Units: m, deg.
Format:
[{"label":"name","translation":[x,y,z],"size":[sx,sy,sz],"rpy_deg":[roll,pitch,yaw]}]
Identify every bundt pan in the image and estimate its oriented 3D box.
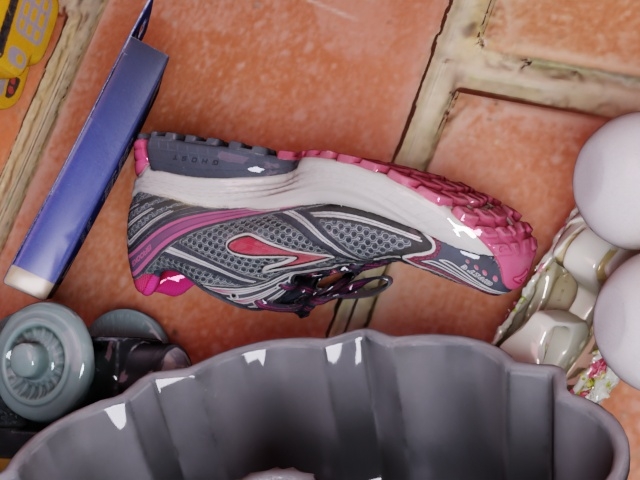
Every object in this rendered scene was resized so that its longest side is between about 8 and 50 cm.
[{"label":"bundt pan","translation":[-0.014,0.171,0.555],"size":[0.331,0.331,0.124],"rpy_deg":[0,114,27]}]

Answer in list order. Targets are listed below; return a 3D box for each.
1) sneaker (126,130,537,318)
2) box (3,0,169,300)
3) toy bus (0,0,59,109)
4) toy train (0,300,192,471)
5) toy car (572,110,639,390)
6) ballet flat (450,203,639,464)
[{"label":"sneaker","translation":[0.000,0.000,0.773],"size":[0.299,0.121,0.112],"rpy_deg":[9,90,37]},{"label":"box","translation":[-0.160,-0.063,0.862],"size":[0.036,0.136,0.225],"rpy_deg":[26,83,-9]},{"label":"toy bus","translation":[-0.356,-0.178,0.999],"size":[0.333,0.130,0.108],"rpy_deg":[5,73,28]},{"label":"toy train","translation":[-0.238,0.141,0.826],"size":[0.334,0.142,0.190],"rpy_deg":[-2,84,23]},{"label":"toy car","translation":[0.228,-0.003,0.611],"size":[0.159,0.136,0.182],"rpy_deg":[4,67,-17]},{"label":"ballet flat","translation":[0.150,0.044,0.695],"size":[0.091,0.077,0.241],"rpy_deg":[27,84,33]}]
